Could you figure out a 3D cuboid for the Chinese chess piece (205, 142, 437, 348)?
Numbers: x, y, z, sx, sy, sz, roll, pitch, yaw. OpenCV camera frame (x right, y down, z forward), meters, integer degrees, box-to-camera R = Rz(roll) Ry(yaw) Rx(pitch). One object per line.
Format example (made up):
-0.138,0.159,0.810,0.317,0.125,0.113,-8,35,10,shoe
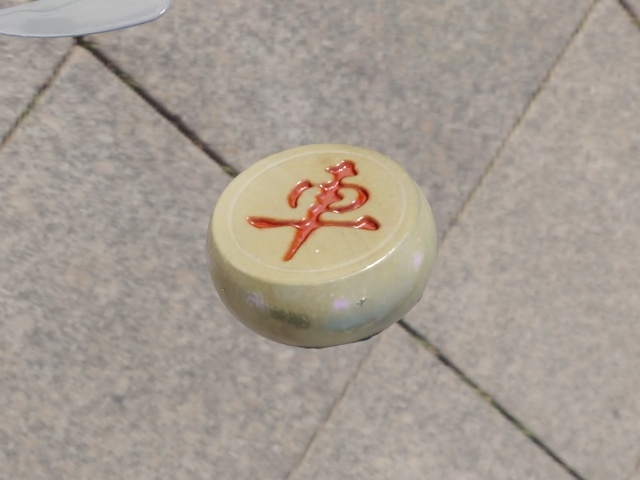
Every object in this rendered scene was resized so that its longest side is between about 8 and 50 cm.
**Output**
0.000,0.000,1.387,0.251,0.251,0.097,-34,137,-24,Chinese chess piece

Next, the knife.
-0.124,-0.180,0.931,0.244,0.058,0.032,-19,149,-8,knife
